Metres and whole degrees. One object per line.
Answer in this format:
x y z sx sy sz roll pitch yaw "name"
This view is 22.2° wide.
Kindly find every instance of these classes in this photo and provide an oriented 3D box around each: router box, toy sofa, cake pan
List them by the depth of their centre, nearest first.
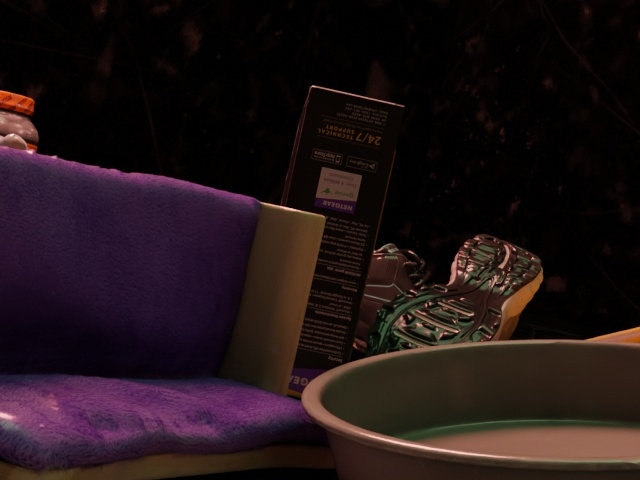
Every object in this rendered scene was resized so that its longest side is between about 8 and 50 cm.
-0.114 0.036 0.880 0.177 0.150 0.362 12 1 27 "toy sofa"
0.136 0.108 0.904 0.293 0.054 0.293 -1 7 0 "cake pan"
0.000 0.000 1.413 0.081 0.243 0.309 12 2 -2 "router box"

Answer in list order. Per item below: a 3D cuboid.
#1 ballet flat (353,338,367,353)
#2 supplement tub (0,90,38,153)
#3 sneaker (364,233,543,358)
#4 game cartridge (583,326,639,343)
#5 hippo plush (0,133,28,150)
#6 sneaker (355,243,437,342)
0.105 0.122 1.746 0.173 0.057 0.049 14 -39 27 "ballet flat"
-0.373 -0.068 1.778 0.117 0.190 0.117 10 -3 0 "supplement tub"
0.126 0.090 1.514 0.100 0.108 0.271 25 30 23 "sneaker"
0.368 0.134 1.508 0.323 0.053 0.285 13 -20 -32 "game cartridge"
-0.380 -0.055 1.513 0.236 0.234 0.294 38 51 14 "hippo plush"
0.085 0.069 1.660 0.267 0.106 0.101 26 7 13 "sneaker"
